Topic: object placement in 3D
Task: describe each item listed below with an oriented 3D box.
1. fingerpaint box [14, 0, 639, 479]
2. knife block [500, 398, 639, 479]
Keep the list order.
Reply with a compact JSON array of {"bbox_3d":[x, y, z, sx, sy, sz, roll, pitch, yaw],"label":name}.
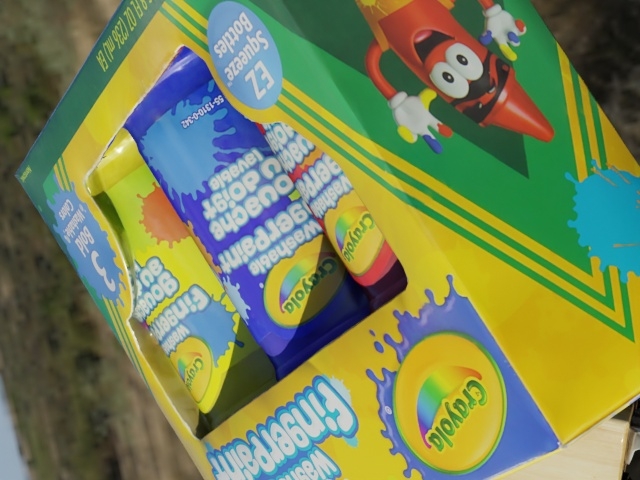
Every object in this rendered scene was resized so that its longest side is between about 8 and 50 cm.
[{"bbox_3d":[0.000,0.000,1.118,0.371,0.163,0.445,58,150,5],"label":"fingerpaint box"},{"bbox_3d":[0.212,0.163,1.403,0.242,0.275,0.088,40,135,50],"label":"knife block"}]
